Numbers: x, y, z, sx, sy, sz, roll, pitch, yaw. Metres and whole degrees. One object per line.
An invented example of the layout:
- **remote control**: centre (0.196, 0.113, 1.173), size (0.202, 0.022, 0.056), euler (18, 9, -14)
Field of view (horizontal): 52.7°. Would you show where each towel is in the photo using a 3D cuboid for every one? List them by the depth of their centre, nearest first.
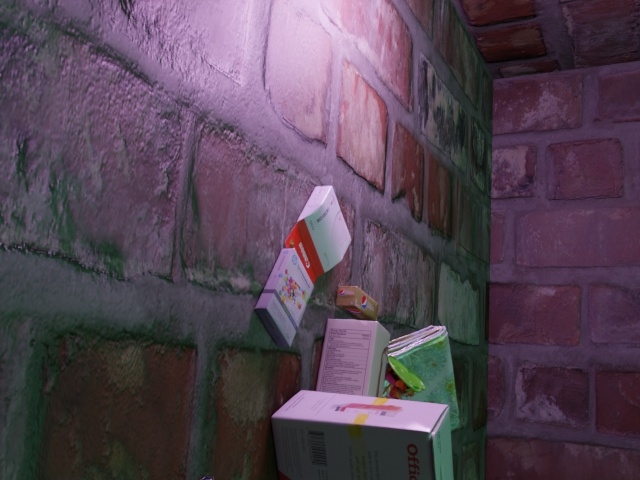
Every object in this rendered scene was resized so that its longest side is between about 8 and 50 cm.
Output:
- **towel**: centre (0.262, 0.464, 1.943), size (0.320, 0.090, 0.375), euler (-16, 109, -19)

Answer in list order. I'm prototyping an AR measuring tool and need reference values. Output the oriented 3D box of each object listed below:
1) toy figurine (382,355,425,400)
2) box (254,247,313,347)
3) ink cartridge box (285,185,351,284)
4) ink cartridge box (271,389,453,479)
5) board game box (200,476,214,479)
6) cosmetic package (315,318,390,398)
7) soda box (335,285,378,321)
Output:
- **toy figurine**: centre (0.191, 0.430, 1.816), size (0.173, 0.159, 0.130), euler (34, 14, -47)
- **box**: centre (-0.081, 0.134, 1.519), size (0.186, 0.038, 0.145), euler (-68, 146, -40)
- **ink cartridge box**: centre (0.000, 0.000, 1.672), size (0.232, 0.066, 0.189), euler (-68, 146, -46)
- **ink cartridge box**: centre (0.103, 0.516, 1.484), size (0.160, 0.384, 0.280), euler (-24, 110, -62)
- **board game box**: centre (-0.232, 0.559, 1.209), size (0.126, 0.026, 0.186), euler (-25, 111, -61)
- **cosmetic package**: centre (0.083, 0.370, 1.717), size (0.129, 0.153, 0.296), euler (46, 50, -56)
- **soda box**: centre (0.109, 0.186, 1.872), size (0.181, 0.061, 0.058), euler (40, 53, -57)
